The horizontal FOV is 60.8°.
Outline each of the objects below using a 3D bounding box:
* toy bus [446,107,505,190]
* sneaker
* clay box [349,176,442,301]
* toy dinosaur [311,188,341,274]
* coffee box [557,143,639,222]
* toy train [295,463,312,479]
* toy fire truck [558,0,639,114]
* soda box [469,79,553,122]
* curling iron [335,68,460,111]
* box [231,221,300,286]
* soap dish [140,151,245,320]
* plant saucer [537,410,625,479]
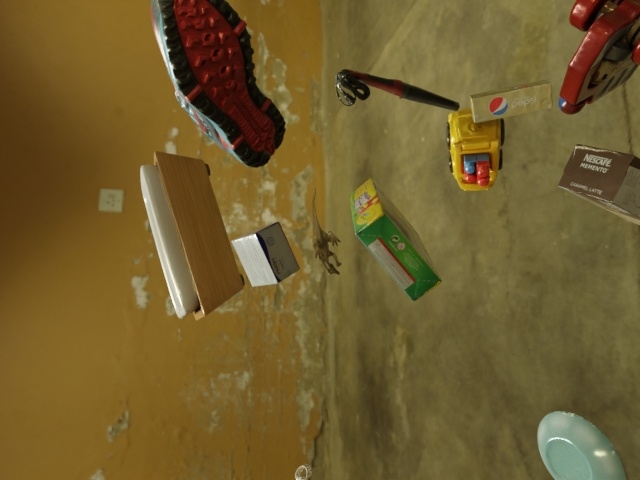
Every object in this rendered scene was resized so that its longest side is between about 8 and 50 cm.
[{"bbox_3d":[0.411,-0.205,1.433,0.220,0.149,0.211,72,-159,-47],"label":"toy bus"},{"bbox_3d":[-0.140,-0.185,0.638,0.104,0.125,0.262,-53,-28,-17],"label":"sneaker"},{"bbox_3d":[0.102,-0.014,0.802,0.127,0.053,0.222,49,-168,-14],"label":"clay box"},{"bbox_3d":[0.000,0.000,1.039,0.092,0.053,0.183,-133,26,-65],"label":"toy dinosaur"},{"bbox_3d":[0.637,-0.101,1.124,0.141,0.246,0.098,38,108,60],"label":"coffee box"},{"bbox_3d":[0.006,0.419,0.837,0.166,0.046,0.125,2,49,54],"label":"toy train"},{"bbox_3d":[0.565,-0.362,1.036,0.169,0.302,0.254,44,148,24],"label":"toy fire truck"},{"bbox_3d":[0.453,-0.331,1.301,0.058,0.181,0.061,-68,-33,-65],"label":"soda box"},{"bbox_3d":[0.149,-0.278,1.049,0.035,0.274,0.068,-179,92,-66],"label":"curling iron"},{"bbox_3d":[-0.130,0.034,1.282,0.137,0.072,0.126,-12,104,57],"label":"box"},{"bbox_3d":[-0.242,-0.001,1.016,0.229,0.118,0.290,147,105,-70],"label":"soap dish"},{"bbox_3d":[0.514,0.448,1.109,0.195,0.037,0.195,30,127,50],"label":"plant saucer"}]
